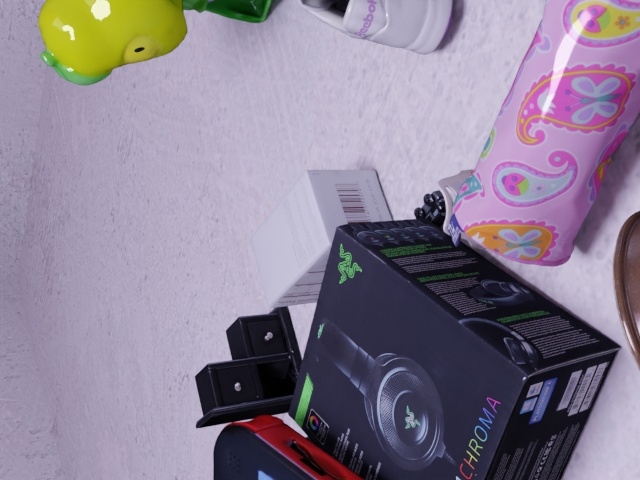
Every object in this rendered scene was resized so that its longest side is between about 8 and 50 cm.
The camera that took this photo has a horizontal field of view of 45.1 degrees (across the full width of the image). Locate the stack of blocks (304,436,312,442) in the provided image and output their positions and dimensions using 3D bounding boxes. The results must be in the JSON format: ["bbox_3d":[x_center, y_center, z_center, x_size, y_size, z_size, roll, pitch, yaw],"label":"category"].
[{"bbox_3d":[-0.003,0.384,0.880,0.171,0.087,0.297,40,125,33],"label":"stack of blocks"}]

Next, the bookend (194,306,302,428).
[{"bbox_3d":[-0.113,0.179,1.128,0.072,0.156,0.157,-45,54,51],"label":"bookend"}]

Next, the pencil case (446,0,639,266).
[{"bbox_3d":[0.202,-0.113,0.626,0.124,0.124,0.284,55,138,41],"label":"pencil case"}]

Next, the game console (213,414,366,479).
[{"bbox_3d":[0.021,0.384,0.748,0.386,0.060,0.342,25,116,41],"label":"game console"}]

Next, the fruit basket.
[{"bbox_3d":[-0.196,-0.358,1.013,0.392,0.283,0.392,-166,90,-80],"label":"fruit basket"}]

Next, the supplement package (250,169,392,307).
[{"bbox_3d":[0.000,0.000,0.977,0.179,0.105,0.105,-45,56,50],"label":"supplement package"}]

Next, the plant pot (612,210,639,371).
[{"bbox_3d":[0.297,0.028,0.459,0.165,0.167,0.167,-30,67,46],"label":"plant pot"}]

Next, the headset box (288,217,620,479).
[{"bbox_3d":[0.106,0.139,0.771,0.283,0.131,0.246,40,125,44],"label":"headset box"}]

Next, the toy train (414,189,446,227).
[{"bbox_3d":[0.104,0.006,0.885,0.036,0.027,0.158,54,136,24],"label":"toy train"}]

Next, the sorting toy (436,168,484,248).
[{"bbox_3d":[0.147,-0.034,0.762,0.045,0.075,0.083,-18,78,58],"label":"sorting toy"}]

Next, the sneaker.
[{"bbox_3d":[0.025,-0.319,0.870,0.305,0.152,0.114,57,140,41],"label":"sneaker"}]
